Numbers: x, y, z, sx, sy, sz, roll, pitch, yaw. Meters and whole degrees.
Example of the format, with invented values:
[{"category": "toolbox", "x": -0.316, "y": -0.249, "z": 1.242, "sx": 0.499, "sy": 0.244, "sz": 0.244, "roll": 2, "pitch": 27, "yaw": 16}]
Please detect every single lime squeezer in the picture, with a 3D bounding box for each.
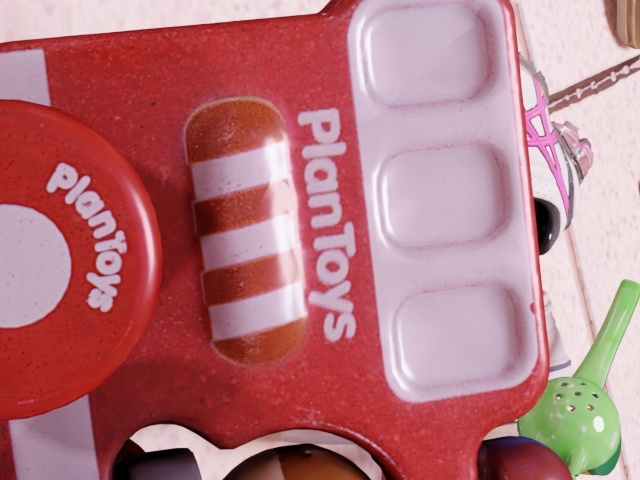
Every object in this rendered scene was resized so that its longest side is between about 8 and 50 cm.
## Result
[{"category": "lime squeezer", "x": 0.122, "y": 0.143, "z": 0.715, "sx": 0.059, "sy": 0.110, "sz": 0.310, "roll": 23, "pitch": 73, "yaw": 2}]

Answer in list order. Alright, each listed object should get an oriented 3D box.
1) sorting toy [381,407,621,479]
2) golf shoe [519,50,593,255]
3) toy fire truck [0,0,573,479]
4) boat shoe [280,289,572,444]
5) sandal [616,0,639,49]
[{"category": "sorting toy", "x": 0.101, "y": 0.178, "z": 0.783, "sx": 0.274, "sy": 0.046, "sz": 0.132, "roll": 2, "pitch": 87, "yaw": -49}, {"category": "golf shoe", "x": 0.118, "y": -0.062, "z": 0.819, "sx": 0.186, "sy": 0.067, "sz": 0.086, "roll": 40, "pitch": 58, "yaw": -38}, {"category": "toy fire truck", "x": -0.028, "y": 0.058, "z": 0.477, "sx": 0.254, "sy": 0.169, "sz": 0.302, "roll": -8, "pitch": 93, "yaw": -10}, {"category": "boat shoe", "x": 0.069, "y": 0.065, "z": 0.730, "sx": 0.267, "sy": 0.096, "sz": 0.088, "roll": -1, "pitch": 82, "yaw": -50}, {"category": "sandal", "x": 0.247, "y": -0.244, "z": 1.008, "sx": 0.072, "sy": 0.049, "sz": 0.180, "roll": -12, "pitch": 109, "yaw": -43}]
